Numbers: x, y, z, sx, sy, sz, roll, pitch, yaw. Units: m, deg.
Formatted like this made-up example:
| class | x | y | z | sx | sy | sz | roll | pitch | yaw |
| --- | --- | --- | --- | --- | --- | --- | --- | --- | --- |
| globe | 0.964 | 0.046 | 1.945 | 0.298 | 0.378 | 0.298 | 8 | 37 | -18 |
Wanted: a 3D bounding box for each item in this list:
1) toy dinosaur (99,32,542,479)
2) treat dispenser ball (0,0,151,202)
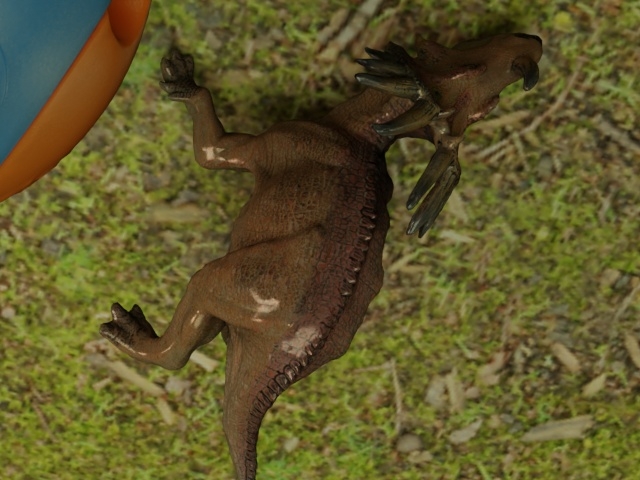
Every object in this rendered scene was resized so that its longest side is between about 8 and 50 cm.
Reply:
| class | x | y | z | sx | sy | sz | roll | pitch | yaw |
| --- | --- | --- | --- | --- | --- | --- | --- | --- | --- |
| toy dinosaur | 0.000 | 0.000 | 1.027 | 0.200 | 0.296 | 0.127 | 4 | 164 | 43 |
| treat dispenser ball | -0.222 | -0.144 | 0.883 | 0.288 | 0.288 | 0.288 | -1 | 123 | -1 |
